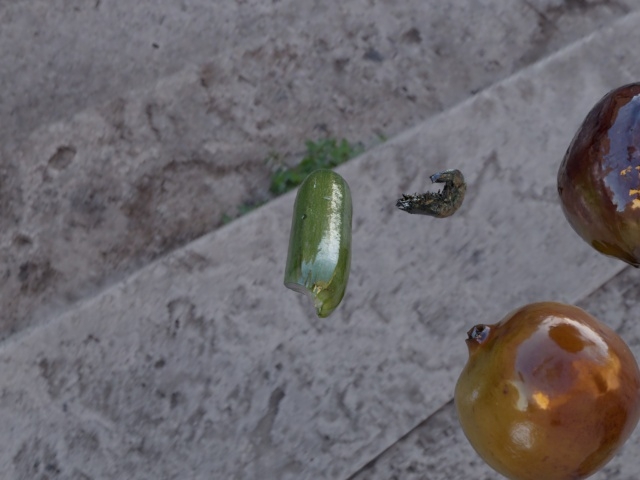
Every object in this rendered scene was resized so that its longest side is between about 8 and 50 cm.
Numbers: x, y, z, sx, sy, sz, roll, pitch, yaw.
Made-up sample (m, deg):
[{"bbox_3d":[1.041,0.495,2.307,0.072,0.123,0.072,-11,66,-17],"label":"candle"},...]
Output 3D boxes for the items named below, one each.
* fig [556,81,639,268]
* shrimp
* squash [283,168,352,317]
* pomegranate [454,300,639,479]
[{"bbox_3d":[0.416,-0.088,1.537,0.224,0.224,0.263,43,48,2],"label":"fig"},{"bbox_3d":[0.181,-0.077,1.930,0.161,0.091,0.034,-3,28,-45],"label":"shrimp"},{"bbox_3d":[0.000,0.000,1.241,0.069,0.069,0.239,24,31,-13],"label":"squash"},{"bbox_3d":[0.310,0.212,1.665,0.264,0.264,0.264,13,56,-20],"label":"pomegranate"}]
